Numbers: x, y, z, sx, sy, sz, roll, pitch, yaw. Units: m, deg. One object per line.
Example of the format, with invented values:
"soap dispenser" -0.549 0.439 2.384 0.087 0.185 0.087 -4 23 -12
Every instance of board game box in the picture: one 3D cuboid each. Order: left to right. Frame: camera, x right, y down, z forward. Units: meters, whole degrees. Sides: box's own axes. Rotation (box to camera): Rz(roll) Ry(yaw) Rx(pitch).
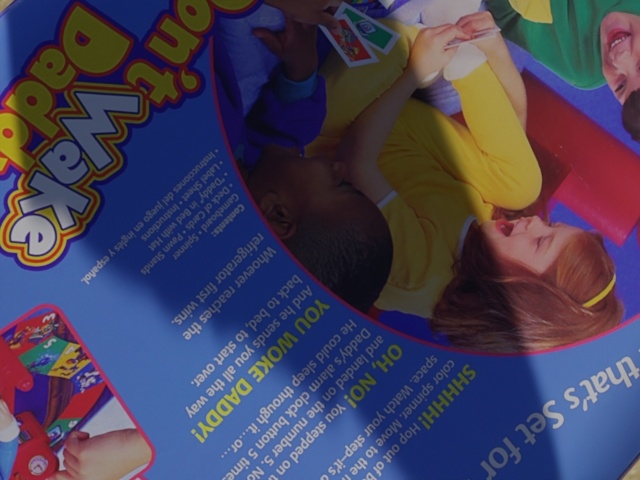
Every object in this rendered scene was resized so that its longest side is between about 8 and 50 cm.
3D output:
"board game box" 0.000 0.000 0.437 0.233 0.078 0.347 46 77 -7
